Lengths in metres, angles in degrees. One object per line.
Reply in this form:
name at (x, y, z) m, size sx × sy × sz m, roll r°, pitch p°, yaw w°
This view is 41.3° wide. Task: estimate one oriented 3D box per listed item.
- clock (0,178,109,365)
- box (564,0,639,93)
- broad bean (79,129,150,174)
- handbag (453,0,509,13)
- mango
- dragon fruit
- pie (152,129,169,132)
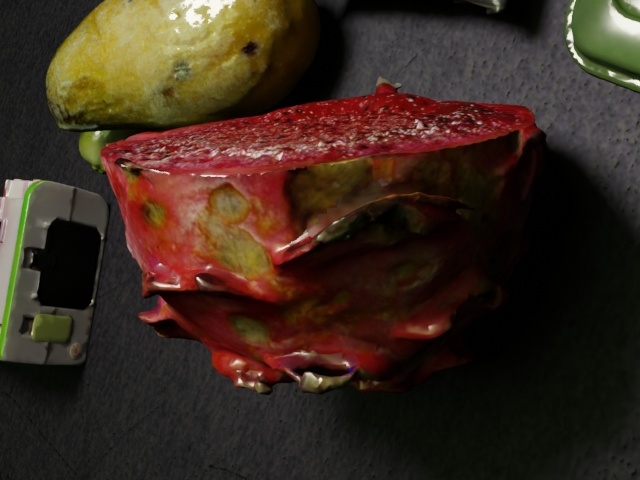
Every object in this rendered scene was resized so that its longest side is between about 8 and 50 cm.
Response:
clock at (-0.460, 0.036, 1.186) m, size 0.309 × 0.166 × 0.235 m, roll 4°, pitch 83°, yaw 32°
box at (0.353, -0.217, 0.578) m, size 0.252 × 0.177 × 0.329 m, roll 33°, pitch 100°, yaw 37°
broad bean at (-0.250, -0.163, 1.105) m, size 0.174 × 0.082 × 0.124 m, roll -55°, pitch 22°, yaw 6°
handbag at (0.115, -0.331, 0.848) m, size 0.254 × 0.088 × 0.211 m, roll 18°, pitch 86°, yaw 41°
mango at (-0.158, -0.213, 0.961) m, size 0.329 × 0.176 × 0.177 m, roll -7°, pitch 44°, yaw 26°
dragon fruit at (0.000, 0.000, 0.716) m, size 0.386 × 0.371 × 0.249 m, roll 2°, pitch 105°, yaw 30°
pie at (-0.159, -0.107, 1.049) m, size 0.186 × 0.041 × 0.187 m, roll -10°, pitch 73°, yaw 38°
